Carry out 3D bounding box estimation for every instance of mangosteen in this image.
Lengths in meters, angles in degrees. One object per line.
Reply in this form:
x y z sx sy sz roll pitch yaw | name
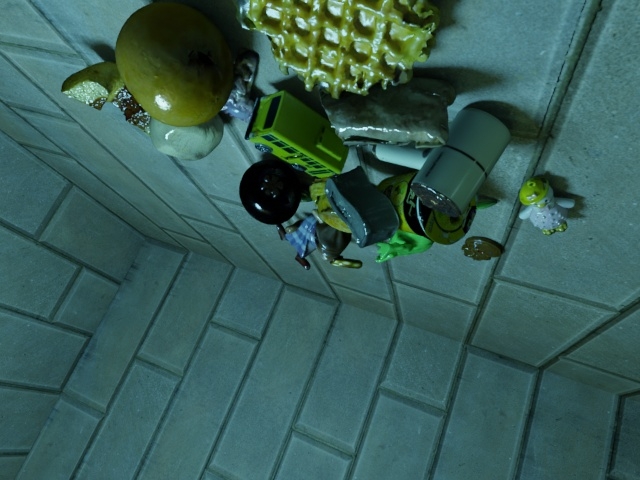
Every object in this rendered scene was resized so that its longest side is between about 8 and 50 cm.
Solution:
-0.171 -0.163 1.550 0.242 0.243 0.243 20 162 7 | mangosteen

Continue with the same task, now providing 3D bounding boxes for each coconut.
-0.394 -0.333 1.348 0.224 0.225 0.224 20 162 7 | coconut

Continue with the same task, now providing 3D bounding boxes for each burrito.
0.115 -0.268 0.961 0.347 0.175 0.107 11 142 33 | burrito

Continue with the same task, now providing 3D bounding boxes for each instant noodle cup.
0.269 -0.103 1.240 0.215 0.216 0.236 33 169 -30 | instant noodle cup

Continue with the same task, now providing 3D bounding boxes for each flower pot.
0.108 -0.096 1.238 0.229 0.108 0.103 56 155 30 | flower pot

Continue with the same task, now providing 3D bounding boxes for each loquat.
-0.321 -0.388 1.017 0.262 0.263 0.263 20 162 7 | loquat

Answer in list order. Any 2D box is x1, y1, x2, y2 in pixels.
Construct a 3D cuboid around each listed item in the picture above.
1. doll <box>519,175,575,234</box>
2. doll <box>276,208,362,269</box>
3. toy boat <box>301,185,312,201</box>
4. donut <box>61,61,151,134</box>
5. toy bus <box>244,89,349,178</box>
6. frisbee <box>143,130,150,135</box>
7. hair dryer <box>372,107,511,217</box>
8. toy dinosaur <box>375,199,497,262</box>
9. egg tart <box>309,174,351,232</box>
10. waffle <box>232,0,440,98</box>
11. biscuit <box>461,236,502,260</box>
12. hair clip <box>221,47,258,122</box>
0.547 -0.086 1.112 0.129 0.081 0.207 -17 138 35 | doll
-0.002 0.004 1.824 0.317 0.209 0.339 27 160 -24 | doll
-0.100 -0.172 1.689 0.210 0.052 0.104 3 152 48 | toy boat
-0.588 -0.450 1.362 0.112 0.152 0.294 -10 158 37 | donut
-0.046 -0.264 1.177 0.262 0.128 0.150 24 167 -39 | toy bus
-0.577 -0.405 1.652 0.235 0.017 0.236 21 163 7 | frisbee
0.234 -0.198 1.057 0.128 0.203 0.362 36 177 -36 | hair dryer
0.380 -0.013 1.505 0.499 0.144 0.374 -13 166 35 | toy dinosaur
0.087 -0.106 1.538 0.293 0.123 0.294 22 162 8 | egg tart
0.013 -0.416 0.793 0.379 0.095 0.382 4 151 44 | waffle
0.544 0.034 1.546 0.124 0.026 0.175 21 162 7 | biscuit
-0.207 -0.379 1.193 0.172 0.069 0.300 22 162 -5 | hair clip
